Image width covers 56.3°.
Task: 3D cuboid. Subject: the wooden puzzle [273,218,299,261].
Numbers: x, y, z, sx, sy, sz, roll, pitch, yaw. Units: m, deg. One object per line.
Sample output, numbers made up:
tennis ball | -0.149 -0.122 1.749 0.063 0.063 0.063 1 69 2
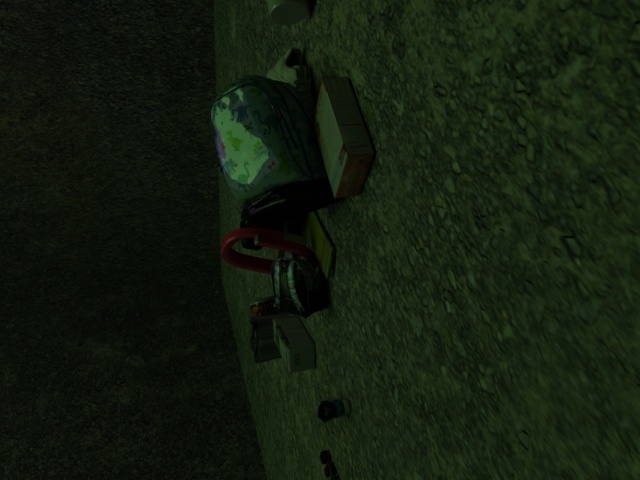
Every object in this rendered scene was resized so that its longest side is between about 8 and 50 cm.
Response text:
wooden puzzle | -0.135 -0.109 2.066 0.322 0.081 0.347 103 160 -50

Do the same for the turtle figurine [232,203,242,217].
turtle figurine | -0.288 -0.127 2.525 0.175 0.118 0.234 -93 -9 -55

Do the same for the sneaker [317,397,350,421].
sneaker | 0.026 0.483 1.706 0.152 0.085 0.058 130 132 -69

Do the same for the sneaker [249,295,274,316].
sneaker | -0.217 0.341 2.499 0.321 0.125 0.179 97 158 -73

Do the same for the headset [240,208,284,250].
headset | -0.143 -0.109 1.812 0.394 0.185 0.243 138 140 -63

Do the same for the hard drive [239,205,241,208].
hard drive | -0.268 -0.284 2.207 0.339 0.064 0.236 135 126 -66

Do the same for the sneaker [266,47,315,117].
sneaker | -0.072 -0.407 1.653 0.129 0.111 0.297 -51 51 47

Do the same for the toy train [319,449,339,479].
toy train | 0.029 0.727 1.888 0.158 0.036 0.027 -122 29 -57

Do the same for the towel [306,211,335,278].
towel | 0.000 0.000 1.725 0.237 0.021 0.102 -116 29 -52

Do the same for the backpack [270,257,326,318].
backpack | -0.068 0.128 1.760 0.158 0.117 0.173 2 106 43

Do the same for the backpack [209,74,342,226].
backpack | -0.130 -0.242 1.520 0.290 0.273 0.355 -17 75 36

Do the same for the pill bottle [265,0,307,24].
pill bottle | -0.102 -0.698 1.579 0.131 0.131 0.229 132 129 -70

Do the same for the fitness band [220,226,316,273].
fitness band | -0.154 0.040 1.798 0.209 0.291 0.054 -44 39 52

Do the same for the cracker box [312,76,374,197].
cracker box | 0.047 -0.235 1.361 0.155 0.067 0.232 107 152 -57

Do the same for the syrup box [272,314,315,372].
syrup box | -0.095 0.352 2.066 0.237 0.097 0.093 -134 40 -64

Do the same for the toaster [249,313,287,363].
toaster | -0.198 0.375 2.350 0.129 0.147 0.226 -115 23 -47
